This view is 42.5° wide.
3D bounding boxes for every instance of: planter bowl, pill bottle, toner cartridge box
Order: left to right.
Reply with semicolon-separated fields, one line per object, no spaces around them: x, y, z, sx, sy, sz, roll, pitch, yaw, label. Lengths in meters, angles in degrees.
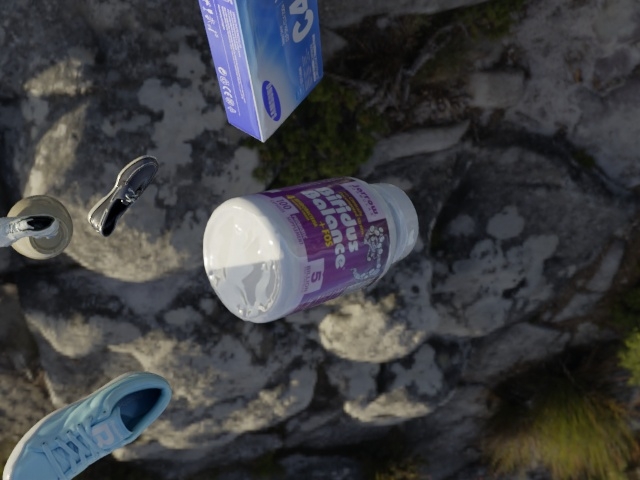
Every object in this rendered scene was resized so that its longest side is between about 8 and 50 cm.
-0.683;-0.023;2.030;0.162;0.109;0.162;-10;109;-29;planter bowl
-0.080;-0.312;1.167;0.075;0.165;0.348;31;157;20;toner cartridge box
0.000;0.000;1.153;0.301;0.169;0.169;-16;159;-45;pill bottle

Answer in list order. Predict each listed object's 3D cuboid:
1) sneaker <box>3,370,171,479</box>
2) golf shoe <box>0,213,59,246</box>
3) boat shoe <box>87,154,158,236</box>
-0.451;0.374;1.624;0.150;0.366;0.135;-16;111;56;sneaker
-0.669;-0.032;1.820;0.176;0.069;0.086;-13;172;-24;golf shoe
-0.411;-0.091;1.757;0.206;0.065;0.075;-46;142;9;boat shoe
